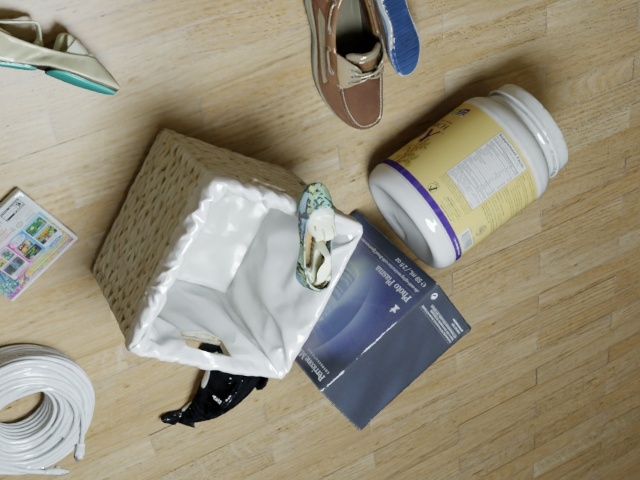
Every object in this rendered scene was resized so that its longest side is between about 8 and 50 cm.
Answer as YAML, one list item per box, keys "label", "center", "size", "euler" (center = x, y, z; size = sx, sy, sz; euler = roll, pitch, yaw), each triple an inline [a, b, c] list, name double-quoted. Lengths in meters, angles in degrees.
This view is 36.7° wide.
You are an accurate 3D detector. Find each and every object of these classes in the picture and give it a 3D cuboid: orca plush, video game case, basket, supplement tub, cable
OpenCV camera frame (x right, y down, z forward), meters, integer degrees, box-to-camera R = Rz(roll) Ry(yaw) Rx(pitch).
- label: "orca plush"
  center: [-0.202, 0.288, 1.892]
  size: [0.287, 0.102, 0.151]
  euler: [-34, 110, 14]
- label: "video game case"
  center: [-0.506, 0.009, 1.597]
  size: [0.157, 0.019, 0.143]
  euler: [-45, 133, -2]
- label: "basket"
  center: [-0.168, 0.018, 1.656]
  size: [0.328, 0.266, 0.331]
  euler: [16, 110, -39]
- label: "supplement tub"
  center: [0.287, -0.128, 1.874]
  size: [0.331, 0.241, 0.241]
  euler: [-37, 132, -8]
- label: "cable"
  center: [-0.532, 0.302, 1.723]
  size: [0.257, 0.089, 0.257]
  euler: [8, 113, -35]

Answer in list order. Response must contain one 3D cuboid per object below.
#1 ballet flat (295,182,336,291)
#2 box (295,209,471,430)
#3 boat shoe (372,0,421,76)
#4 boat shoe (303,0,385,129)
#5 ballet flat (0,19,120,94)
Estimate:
- label: "ballet flat"
  center: [0.000, 0.000, 1.537]
  size: [0.070, 0.070, 0.188]
  euler: [-15, 125, -25]
- label: "box"
  center: [0.074, 0.150, 1.876]
  size: [0.294, 0.296, 0.182]
  euler: [-43, 133, -2]
- label: "boat shoe"
  center: [0.130, -0.383, 1.724]
  size: [0.066, 0.066, 0.183]
  euler: [-28, 124, -18]
- label: "boat shoe"
  center: [0.053, -0.322, 1.680]
  size: [0.123, 0.116, 0.324]
  euler: [-31, 131, -13]
- label: "ballet flat"
  center: [-0.410, -0.281, 1.438]
  size: [0.249, 0.086, 0.086]
  euler: [9, 113, -36]
